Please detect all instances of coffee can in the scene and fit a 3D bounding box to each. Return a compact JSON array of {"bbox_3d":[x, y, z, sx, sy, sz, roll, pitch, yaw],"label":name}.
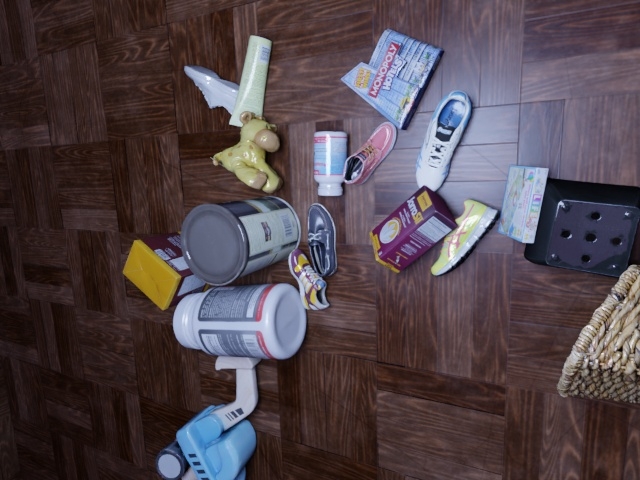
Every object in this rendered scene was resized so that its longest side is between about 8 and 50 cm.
[{"bbox_3d":[-0.204,-0.010,1.096,0.201,0.275,0.202,5,101,25],"label":"coffee can"}]

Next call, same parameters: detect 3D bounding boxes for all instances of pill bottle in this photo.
[{"bbox_3d":[-0.242,0.236,1.200,0.362,0.210,0.210,-5,98,27],"label":"pill bottle"},{"bbox_3d":[0.026,-0.199,1.054,0.087,0.087,0.160,5,102,25],"label":"pill bottle"}]

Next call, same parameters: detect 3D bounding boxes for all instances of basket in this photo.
[{"bbox_3d":[0.560,0.168,0.745,0.223,0.299,0.214,-2,61,27],"label":"basket"}]

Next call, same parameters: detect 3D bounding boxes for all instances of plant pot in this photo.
[{"bbox_3d":[0.523,-0.018,0.802,0.188,0.167,0.188,11,105,23],"label":"plant pot"}]

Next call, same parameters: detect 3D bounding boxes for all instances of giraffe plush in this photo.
[{"bbox_3d":[-0.176,-0.249,1.106,0.210,0.181,0.171,30,100,0],"label":"giraffe plush"}]

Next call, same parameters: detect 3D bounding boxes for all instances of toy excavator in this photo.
[{"bbox_3d":[-0.310,0.610,1.333,0.445,0.222,0.433,-31,85,14],"label":"toy excavator"}]

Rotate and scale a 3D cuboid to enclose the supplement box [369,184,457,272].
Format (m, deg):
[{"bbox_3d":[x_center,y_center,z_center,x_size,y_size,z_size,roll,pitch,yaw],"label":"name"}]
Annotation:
[{"bbox_3d":[0.215,-0.025,0.968,0.080,0.104,0.188,29,123,-28],"label":"supplement box"}]

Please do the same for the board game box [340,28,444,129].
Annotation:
[{"bbox_3d":[0.157,-0.394,0.968,0.194,0.060,0.194,30,111,17],"label":"board game box"}]

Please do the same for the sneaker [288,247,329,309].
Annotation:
[{"bbox_3d":[-0.026,0.106,1.143,0.083,0.069,0.186,-9,104,42],"label":"sneaker"}]

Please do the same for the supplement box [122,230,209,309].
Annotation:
[{"bbox_3d":[-0.471,0.087,1.291,0.191,0.194,0.129,37,113,15],"label":"supplement box"}]

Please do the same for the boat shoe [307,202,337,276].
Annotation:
[{"bbox_3d":[0.000,0.000,1.117,0.075,0.065,0.206,-8,96,27],"label":"boat shoe"}]

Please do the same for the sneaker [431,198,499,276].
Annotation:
[{"bbox_3d":[0.321,-0.007,0.959,0.094,0.081,0.208,41,109,22],"label":"sneaker"}]

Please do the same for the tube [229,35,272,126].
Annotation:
[{"bbox_3d":[-0.189,-0.434,1.127,0.070,0.062,0.240,19,107,20],"label":"tube"}]

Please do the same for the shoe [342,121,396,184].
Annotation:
[{"bbox_3d":[0.121,-0.214,1.007,0.063,0.081,0.178,40,114,14],"label":"shoe"}]

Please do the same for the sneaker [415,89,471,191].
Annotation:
[{"bbox_3d":[0.274,-0.224,0.930,0.085,0.086,0.237,22,110,19],"label":"sneaker"}]

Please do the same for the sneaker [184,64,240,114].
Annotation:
[{"bbox_3d":[-0.322,-0.440,1.191,0.212,0.080,0.094,34,124,15],"label":"sneaker"}]

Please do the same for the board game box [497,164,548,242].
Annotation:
[{"bbox_3d":[0.431,-0.081,0.870,0.026,0.103,0.154,4,104,-5],"label":"board game box"}]
